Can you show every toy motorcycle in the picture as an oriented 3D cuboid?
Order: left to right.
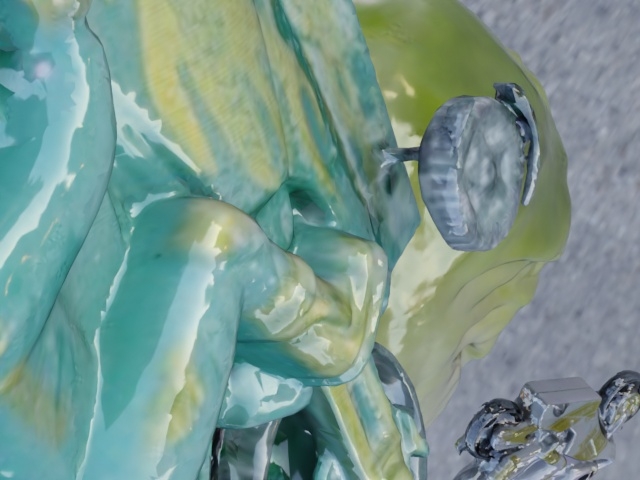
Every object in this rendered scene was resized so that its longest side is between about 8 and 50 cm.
[{"bbox_3d":[-0.047,-0.011,0.425,0.109,0.198,0.296,1,122,37],"label":"toy motorcycle"},{"bbox_3d":[0.226,0.205,1.904,0.073,0.225,0.152,46,135,42],"label":"toy motorcycle"}]

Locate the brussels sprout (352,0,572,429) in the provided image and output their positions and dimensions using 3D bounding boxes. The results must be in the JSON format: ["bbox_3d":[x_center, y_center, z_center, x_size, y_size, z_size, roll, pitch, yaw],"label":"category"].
[{"bbox_3d":[0.004,-0.013,1.049,0.243,0.273,0.316,20,162,35],"label":"brussels sprout"}]

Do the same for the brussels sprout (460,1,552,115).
[{"bbox_3d":[0.070,-0.095,1.802,0.328,0.328,0.247,10,150,17],"label":"brussels sprout"}]
